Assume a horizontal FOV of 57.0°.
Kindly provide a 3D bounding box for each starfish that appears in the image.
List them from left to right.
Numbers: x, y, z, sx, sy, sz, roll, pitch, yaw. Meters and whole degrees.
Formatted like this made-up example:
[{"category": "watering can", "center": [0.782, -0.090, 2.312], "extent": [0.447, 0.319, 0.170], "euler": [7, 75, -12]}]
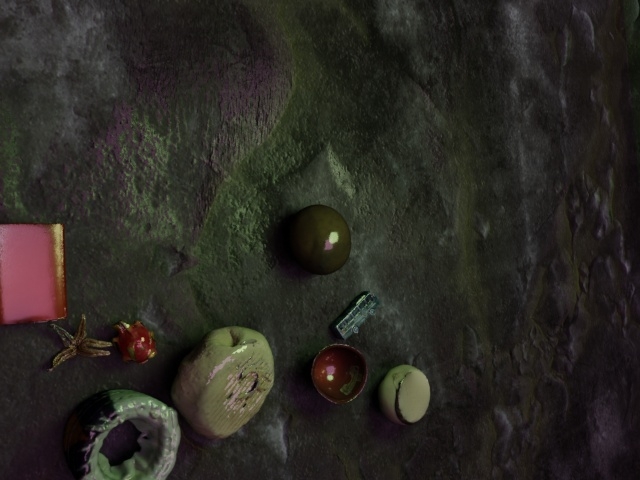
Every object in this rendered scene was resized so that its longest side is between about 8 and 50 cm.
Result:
[{"category": "starfish", "center": [-0.528, 0.226, 1.250], "extent": [0.130, 0.041, 0.133], "euler": [-45, 100, -17]}]

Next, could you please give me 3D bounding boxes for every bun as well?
[{"category": "bun", "center": [-0.228, 0.324, 1.382], "extent": [0.273, 0.168, 0.272], "euler": [-25, 126, -41]}, {"category": "bun", "center": [0.234, 0.451, 1.730], "extent": [0.173, 0.120, 0.172], "euler": [2, 87, -42]}]

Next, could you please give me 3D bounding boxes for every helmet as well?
[{"category": "helmet", "center": [0.028, 0.351, 1.594], "extent": [0.175, 0.106, 0.155], "euler": [24, 78, -29]}]

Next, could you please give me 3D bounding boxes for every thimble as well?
[{"category": "thimble", "center": [-0.416, 0.429, 1.260], "extent": [0.237, 0.150, 0.237], "euler": [1, 89, -36]}]

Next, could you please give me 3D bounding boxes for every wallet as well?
[{"category": "wallet", "center": [-0.593, 0.066, 1.199], "extent": [0.142, 0.045, 0.204], "euler": [-2, 91, -34]}]

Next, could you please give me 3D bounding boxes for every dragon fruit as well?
[{"category": "dragon fruit", "center": [-0.412, 0.220, 1.305], "extent": [0.086, 0.081, 0.116], "euler": [-27, 106, -21]}]

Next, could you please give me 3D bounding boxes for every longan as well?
[{"category": "longan", "center": [0.000, 0.000, 1.547], "extent": [0.189, 0.189, 0.189], "euler": [0, 90, -35]}]

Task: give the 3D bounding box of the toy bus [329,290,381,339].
[{"category": "toy bus", "center": [0.100, 0.212, 1.681], "extent": [0.166, 0.047, 0.065], "euler": [-43, 109, -27]}]
